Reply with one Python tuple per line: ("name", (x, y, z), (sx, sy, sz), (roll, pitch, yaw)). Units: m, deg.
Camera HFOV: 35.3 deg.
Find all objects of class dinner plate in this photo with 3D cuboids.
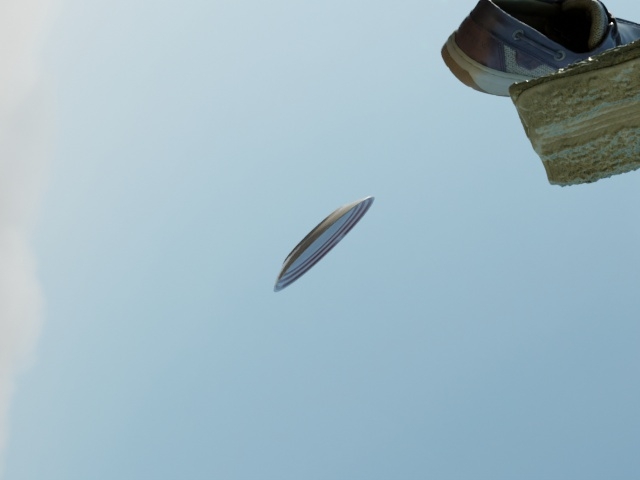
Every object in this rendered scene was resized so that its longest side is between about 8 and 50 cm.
("dinner plate", (0.000, 0.000, 1.028), (0.141, 0.017, 0.141), (-43, 174, -6))

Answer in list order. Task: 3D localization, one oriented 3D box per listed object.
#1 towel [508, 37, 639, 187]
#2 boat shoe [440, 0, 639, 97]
("towel", (0.232, -0.098, 0.801), (0.148, 0.110, 0.027), (-15, -151, 37))
("boat shoe", (0.257, -0.201, 1.019), (0.092, 0.285, 0.103), (-59, -138, 46))
